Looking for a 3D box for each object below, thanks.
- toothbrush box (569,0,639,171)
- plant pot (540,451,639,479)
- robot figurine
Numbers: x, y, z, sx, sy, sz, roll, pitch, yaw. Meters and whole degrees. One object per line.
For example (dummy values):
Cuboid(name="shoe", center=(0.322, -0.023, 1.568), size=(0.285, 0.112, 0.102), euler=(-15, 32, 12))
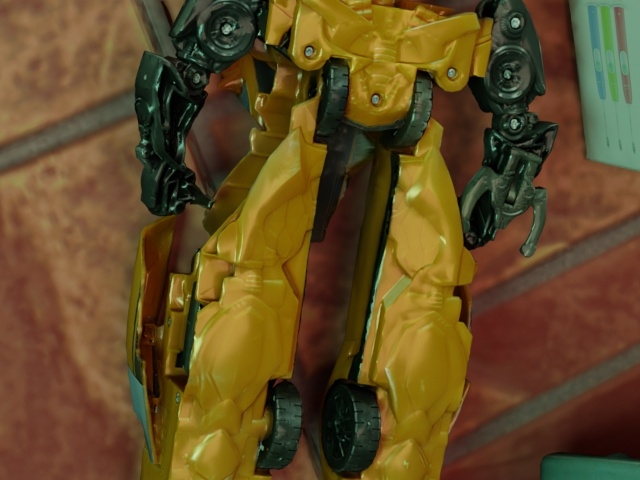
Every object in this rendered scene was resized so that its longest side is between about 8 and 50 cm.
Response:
Cuboid(name="toothbrush box", center=(0.298, -0.111, 0.733), size=(0.283, 0.206, 0.122), euler=(-15, 105, -18))
Cuboid(name="plant pot", center=(0.195, 0.239, 0.743), size=(0.271, 0.271, 0.255), euler=(9, 81, -23))
Cuboid(name="robot figurine", center=(0.000, 0.000, 0.703), size=(0.211, 0.085, 0.291), euler=(6, 98, -23))
